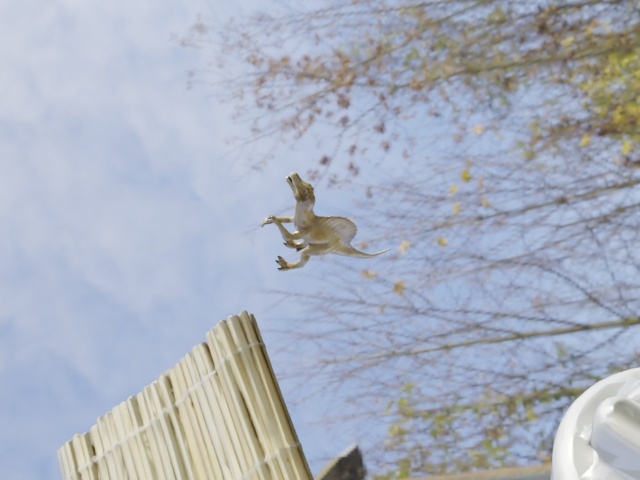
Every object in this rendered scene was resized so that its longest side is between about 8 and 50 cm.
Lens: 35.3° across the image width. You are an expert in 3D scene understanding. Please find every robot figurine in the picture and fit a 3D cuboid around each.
[{"bbox_3d":[0.297,0.248,0.861,0.300,0.200,0.353,-33,-42,-25],"label":"robot figurine"}]

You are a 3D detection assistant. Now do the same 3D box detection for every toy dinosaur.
[{"bbox_3d":[0.000,0.000,1.037,0.183,0.092,0.053,41,-141,-48],"label":"toy dinosaur"}]

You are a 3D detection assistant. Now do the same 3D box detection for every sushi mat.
[{"bbox_3d":[-0.048,0.187,0.476,0.019,0.151,0.316,33,-157,-45],"label":"sushi mat"}]
